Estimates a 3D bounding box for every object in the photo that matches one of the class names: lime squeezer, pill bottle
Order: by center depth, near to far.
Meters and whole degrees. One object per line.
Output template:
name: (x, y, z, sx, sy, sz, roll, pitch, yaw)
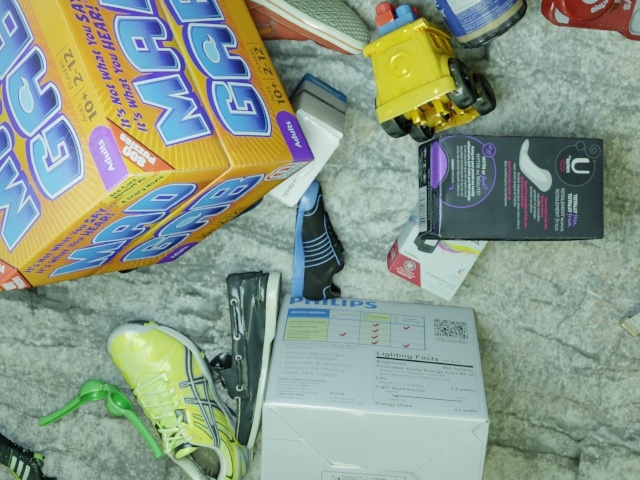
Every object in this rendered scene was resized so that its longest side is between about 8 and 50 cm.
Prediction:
pill bottle: (0.215, -0.416, 1.780, 0.123, 0.123, 0.219, -31, 107, 16)
lime squeezer: (-0.400, 0.315, 2.132, 0.310, 0.110, 0.059, 8, 155, 33)

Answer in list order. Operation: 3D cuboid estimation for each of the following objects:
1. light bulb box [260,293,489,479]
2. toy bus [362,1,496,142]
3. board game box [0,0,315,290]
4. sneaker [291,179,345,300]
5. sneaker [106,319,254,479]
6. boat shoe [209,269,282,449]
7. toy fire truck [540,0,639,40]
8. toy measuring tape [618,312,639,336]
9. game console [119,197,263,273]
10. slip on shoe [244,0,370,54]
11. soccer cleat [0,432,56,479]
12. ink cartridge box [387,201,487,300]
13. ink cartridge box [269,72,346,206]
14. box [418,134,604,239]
light bulb box: (0.089, 0.279, 1.959, 0.358, 0.361, 0.225, 5, 115, 2)
toy bus: (0.161, -0.277, 1.828, 0.149, 0.220, 0.211, -24, 77, 25)
board game box: (-0.302, -0.178, 1.669, 0.357, 0.356, 0.356, -33, 75, 38)
sneaker: (0.000, 0.000, 2.002, 0.091, 0.081, 0.232, 4, 120, -1)
sneaker: (-0.251, 0.308, 2.110, 0.145, 0.147, 0.384, -32, 107, 18)
boat shoe: (-0.142, 0.211, 2.073, 0.113, 0.127, 0.340, 8, 112, 1)
toy fire truck: (0.448, -0.458, 1.744, 0.254, 0.169, 0.302, 1, 116, -23)
toy measuring tape: (0.645, 0.060, 1.968, 0.121, 0.121, 0.330, 35, 140, -11)
game console: (-0.268, -0.130, 1.915, 0.293, 0.250, 0.173, -27, 136, 15)
slip on shoe: (-0.079, -0.362, 1.832, 0.331, 0.123, 0.101, 19, 127, -1)
soccer cleat: (-0.579, 0.421, 2.234, 0.072, 0.060, 0.179, -30, 115, 5)
ink cartridge box: (0.210, -0.004, 1.985, 0.127, 0.072, 0.175, 26, 113, -7)
ink cartridge box: (-0.032, -0.165, 1.860, 0.086, 0.203, 0.148, 32, 111, -10)
box: (0.303, -0.081, 1.857, 0.271, 0.143, 0.165, 1, 89, -8)
